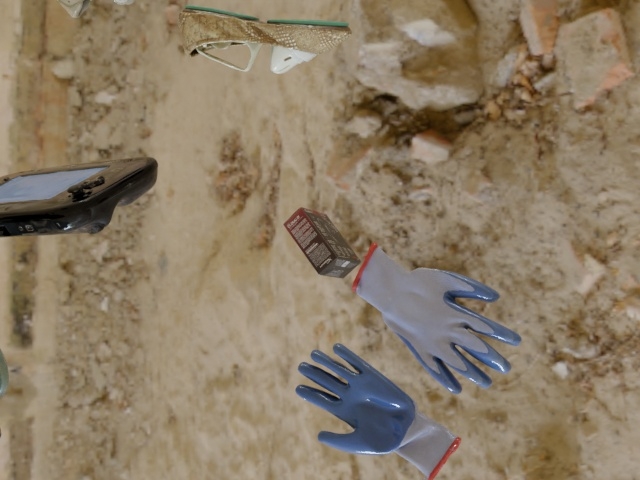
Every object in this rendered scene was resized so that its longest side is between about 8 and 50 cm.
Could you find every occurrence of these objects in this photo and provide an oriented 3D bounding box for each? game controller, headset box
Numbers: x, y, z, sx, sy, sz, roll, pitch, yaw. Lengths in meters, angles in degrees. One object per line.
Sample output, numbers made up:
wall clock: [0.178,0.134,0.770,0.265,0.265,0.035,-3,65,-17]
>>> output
game controller: [-0.350,-0.055,1.018,0.319,0.166,0.067,-1,124,33]
headset box: [0.000,0.000,0.923,0.032,0.062,0.083,-44,67,16]

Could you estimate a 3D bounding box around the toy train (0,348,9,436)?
toy train: [-0.465,0.131,0.875,0.334,0.142,0.190,41,123,18]

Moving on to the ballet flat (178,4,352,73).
ballet flat: [-0.066,-0.226,0.944,0.206,0.073,0.067,10,101,16]

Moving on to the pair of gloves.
pair of gloves: [0.069,0.108,0.707,0.159,0.023,0.198,32,103,21]

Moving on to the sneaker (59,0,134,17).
sneaker: [-0.357,-0.361,1.110,0.090,0.232,0.115,-77,-7,-67]
